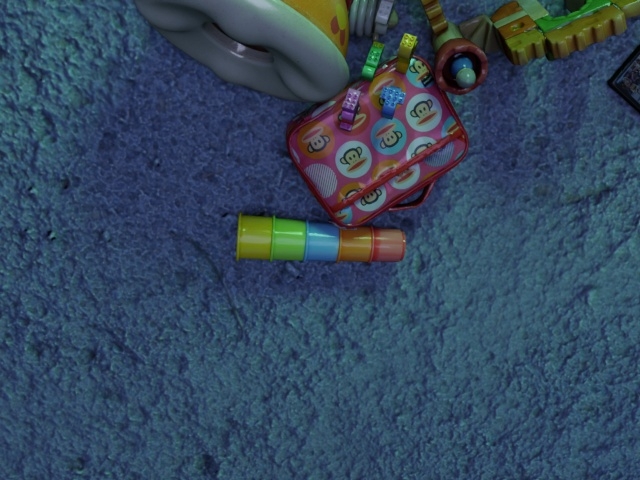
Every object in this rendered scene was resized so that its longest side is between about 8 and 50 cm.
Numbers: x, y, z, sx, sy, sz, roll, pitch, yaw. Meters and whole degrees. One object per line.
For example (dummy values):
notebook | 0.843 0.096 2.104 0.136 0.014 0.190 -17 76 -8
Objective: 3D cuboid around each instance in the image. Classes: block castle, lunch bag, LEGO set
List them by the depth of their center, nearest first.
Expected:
block castle | 0.342 -0.433 0.879 0.453 0.213 0.303 -22 127 15
LEGO set | 0.105 -0.280 0.932 0.087 0.093 0.227 18 88 5
lunch bag | 0.106 -0.163 1.071 0.293 0.120 0.258 -33 109 5

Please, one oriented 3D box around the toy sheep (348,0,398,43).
toy sheep | 0.070 -0.390 1.021 0.132 0.091 0.091 12 104 0

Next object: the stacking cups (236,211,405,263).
stacking cups | 0.000 0.000 1.128 0.316 0.096 0.096 3 105 -9

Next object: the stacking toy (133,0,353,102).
stacking toy | -0.044 -0.488 0.909 0.350 0.350 0.480 23 87 -9

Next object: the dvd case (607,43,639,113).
dvd case | 0.687 -0.288 1.112 0.253 0.022 0.180 37 101 -12
